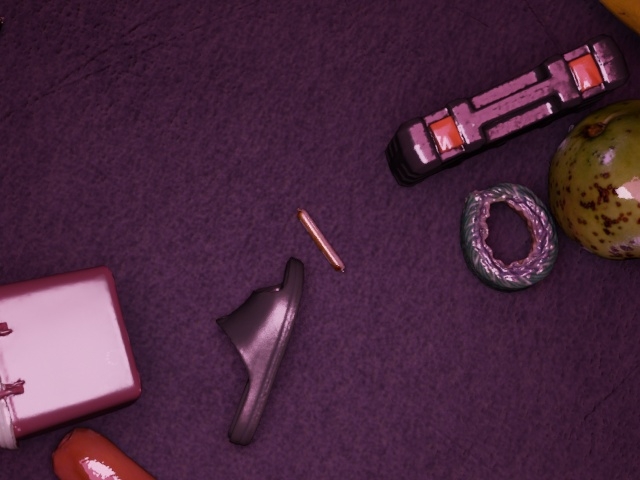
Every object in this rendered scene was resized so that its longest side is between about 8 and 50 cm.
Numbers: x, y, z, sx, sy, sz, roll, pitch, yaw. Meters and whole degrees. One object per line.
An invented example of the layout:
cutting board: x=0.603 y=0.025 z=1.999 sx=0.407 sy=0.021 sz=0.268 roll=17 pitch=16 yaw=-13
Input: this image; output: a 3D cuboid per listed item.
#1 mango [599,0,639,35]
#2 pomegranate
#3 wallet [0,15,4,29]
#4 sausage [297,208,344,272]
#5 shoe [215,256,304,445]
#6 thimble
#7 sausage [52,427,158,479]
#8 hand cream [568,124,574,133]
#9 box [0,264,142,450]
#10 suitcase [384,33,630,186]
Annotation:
mango: x=0.445 y=-0.356 z=1.660 sx=0.331 sy=0.142 sz=0.195 roll=42 pitch=80 yaw=6
pomegranate: x=0.398 y=-0.052 z=1.611 sx=0.214 sy=0.214 sz=0.248 roll=-43 pitch=121 yaw=-5
wallet: x=-0.535 y=-0.284 z=1.685 sx=0.232 sy=0.031 sz=0.122 roll=24 pitch=85 yaw=2
sausage: x=0.000 y=0.000 z=1.672 sx=0.015 sy=0.015 sz=0.100 roll=-36 pitch=85 yaw=-5
shoe: x=-0.090 y=0.128 z=1.610 sx=0.093 sy=0.108 sz=0.241 roll=18 pitch=87 yaw=-3
thimble: x=0.236 y=-0.004 z=1.639 sx=0.118 sy=0.090 sz=0.135 roll=-11 pitch=84 yaw=0
sausage: x=-0.245 y=0.306 z=1.604 sx=0.194 sy=0.077 sz=0.077 roll=39 pitch=84 yaw=5
hand cream: x=0.373 y=-0.138 z=1.693 sx=0.102 sy=0.022 sz=0.035 roll=5 pitch=78 yaw=-5
box: x=-0.310 y=0.135 z=1.522 sx=0.167 sy=0.294 sz=0.193 roll=-13 pitch=84 yaw=-13
suitcase: x=0.221 y=-0.154 z=1.598 sx=0.285 sy=0.206 sz=0.066 roll=-24 pitch=88 yaw=-3
